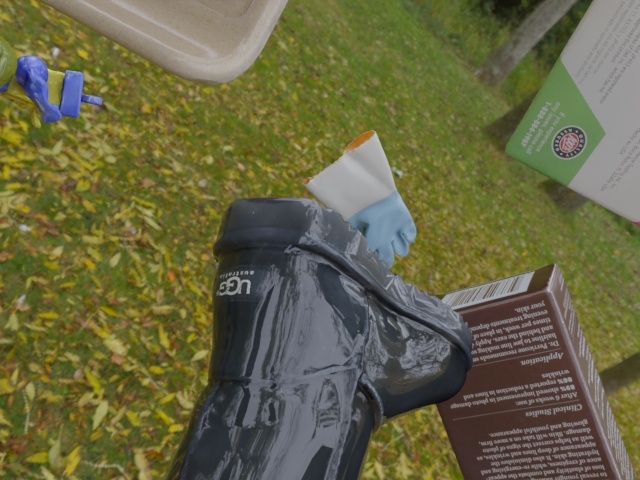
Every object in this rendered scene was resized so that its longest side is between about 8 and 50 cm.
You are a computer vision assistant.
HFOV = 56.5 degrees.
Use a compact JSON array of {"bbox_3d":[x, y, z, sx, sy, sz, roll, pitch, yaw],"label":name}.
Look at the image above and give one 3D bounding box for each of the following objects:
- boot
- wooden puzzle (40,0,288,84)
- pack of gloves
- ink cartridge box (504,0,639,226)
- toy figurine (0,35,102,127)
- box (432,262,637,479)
[{"bbox_3d":[0.000,0.244,0.467,0.367,0.146,0.445,37,53,-45],"label":"boot"},{"bbox_3d":[-0.092,-0.303,0.402,0.322,0.347,0.080,32,2,20],"label":"wooden puzzle"},{"bbox_3d":[0.000,0.000,0.637,0.046,0.195,0.232,56,1,35],"label":"pack of gloves"},{"bbox_3d":[0.374,-0.091,0.507,0.353,0.207,0.119,32,47,11],"label":"ink cartridge box"},{"bbox_3d":[-0.391,-0.245,0.812,0.217,0.191,0.363,16,-2,-39],"label":"toy figurine"},{"bbox_3d":[0.278,0.241,0.782,0.143,0.191,0.381,-24,95,-62],"label":"box"}]
